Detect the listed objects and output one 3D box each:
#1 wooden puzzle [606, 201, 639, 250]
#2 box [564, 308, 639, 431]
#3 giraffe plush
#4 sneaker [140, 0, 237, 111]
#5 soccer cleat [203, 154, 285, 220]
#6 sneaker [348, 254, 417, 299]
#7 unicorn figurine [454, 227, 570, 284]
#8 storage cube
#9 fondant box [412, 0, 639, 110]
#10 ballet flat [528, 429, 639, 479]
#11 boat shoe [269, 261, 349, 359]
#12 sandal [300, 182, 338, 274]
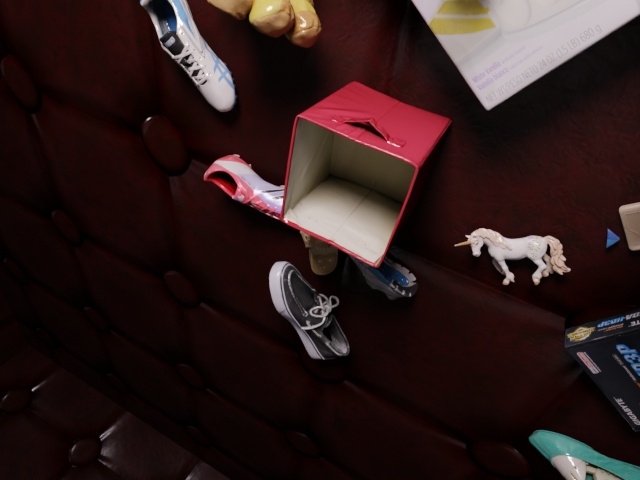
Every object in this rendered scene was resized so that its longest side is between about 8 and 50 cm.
[{"bbox_3d":[0.474,-0.024,0.603,0.116,0.014,0.079,-6,114,35],"label":"wooden puzzle"},{"bbox_3d":[0.553,0.214,0.700,0.220,0.051,0.175,48,134,-8],"label":"box"},{"bbox_3d":[-0.062,-0.405,0.589,0.170,0.181,0.210,-56,50,34],"label":"giraffe plush"},{"bbox_3d":[-0.241,-0.341,0.778,0.085,0.086,0.237,-17,113,38],"label":"sneaker"},{"bbox_3d":[-0.124,-0.090,0.879,0.248,0.095,0.083,35,134,6],"label":"soccer cleat"},{"bbox_3d":[0.102,0.055,0.863,0.191,0.071,0.083,46,144,-1],"label":"sneaker"},{"bbox_3d":[0.319,0.023,0.713,0.161,0.060,0.111,-14,114,21],"label":"unicorn figurine"},{"bbox_3d":[0.072,-0.112,0.670,0.183,0.193,0.215,26,132,14],"label":"storage cube"},{"bbox_3d":[0.208,-0.356,0.473,0.238,0.096,0.330,-30,102,42],"label":"fondant box"},{"bbox_3d":[0.558,0.474,0.863,0.247,0.087,0.083,15,130,23],"label":"ballet flat"},{"bbox_3d":[-0.015,0.171,0.992,0.104,0.113,0.306,-7,121,29],"label":"boat shoe"},{"bbox_3d":[0.006,-0.001,0.844,0.088,0.079,0.240,-11,133,-4],"label":"sandal"}]
